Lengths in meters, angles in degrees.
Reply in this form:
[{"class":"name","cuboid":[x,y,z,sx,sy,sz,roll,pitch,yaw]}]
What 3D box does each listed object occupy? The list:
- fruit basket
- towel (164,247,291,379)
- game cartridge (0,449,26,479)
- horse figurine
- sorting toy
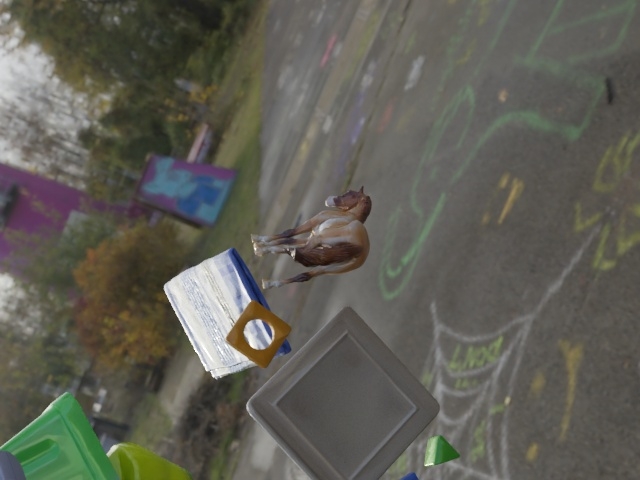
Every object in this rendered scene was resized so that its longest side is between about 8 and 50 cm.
[{"class":"fruit basket","cuboid":[-0.412,0.432,1.694,0.392,0.283,0.392,-30,-9,-5]},{"class":"towel","cuboid":[-0.170,0.134,1.688,0.034,0.209,0.285,-30,2,-36]},{"class":"game cartridge","cuboid":[-0.459,0.440,1.254,0.198,0.062,0.297,-21,61,15]},{"class":"horse figurine","cuboid":[0.000,0.000,1.239,0.263,0.174,0.066,-116,14,-75]},{"class":"sorting toy","cuboid":[0.027,0.206,1.186,0.196,0.348,0.047,-43,1,-26]}]
